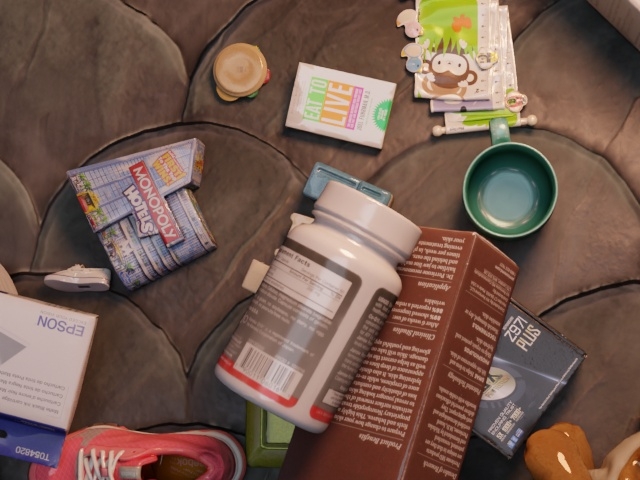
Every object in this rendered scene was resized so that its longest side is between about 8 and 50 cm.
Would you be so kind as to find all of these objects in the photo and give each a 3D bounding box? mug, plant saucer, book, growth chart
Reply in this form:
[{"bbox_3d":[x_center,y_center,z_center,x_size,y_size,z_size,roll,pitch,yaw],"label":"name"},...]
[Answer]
[{"bbox_3d":[0.266,-0.076,1.664,0.129,0.097,0.158,24,87,9],"label":"mug"},{"bbox_3d":[-0.017,0.228,1.698,0.188,0.045,0.189,0,85,7],"label":"plant saucer"},{"bbox_3d":[0.030,-0.194,1.742,0.144,0.035,0.096,13,90,7],"label":"book"},{"bbox_3d":[0.204,-0.262,1.729,0.171,0.021,0.237,-11,83,7],"label":"growth chart"}]

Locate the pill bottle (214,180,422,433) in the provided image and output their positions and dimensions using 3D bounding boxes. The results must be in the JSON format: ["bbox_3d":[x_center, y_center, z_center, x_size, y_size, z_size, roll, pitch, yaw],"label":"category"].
[{"bbox_3d":[0.001,0.081,1.503,0.161,0.161,0.283,29,87,9],"label":"pill bottle"}]

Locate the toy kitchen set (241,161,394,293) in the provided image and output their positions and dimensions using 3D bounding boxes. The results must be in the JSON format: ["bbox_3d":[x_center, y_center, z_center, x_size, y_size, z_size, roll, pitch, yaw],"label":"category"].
[{"bbox_3d":[0.000,0.000,1.656,0.122,0.166,0.207,24,88,10],"label":"toy kitchen set"}]

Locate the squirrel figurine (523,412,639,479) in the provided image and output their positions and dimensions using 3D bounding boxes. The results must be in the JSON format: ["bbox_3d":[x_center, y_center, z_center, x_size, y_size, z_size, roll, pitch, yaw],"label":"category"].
[{"bbox_3d":[0.356,0.422,1.517,0.370,0.281,0.397,-29,83,5],"label":"squirrel figurine"}]

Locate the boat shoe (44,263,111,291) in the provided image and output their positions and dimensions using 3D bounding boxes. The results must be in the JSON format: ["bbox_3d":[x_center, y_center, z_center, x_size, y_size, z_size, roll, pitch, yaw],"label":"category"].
[{"bbox_3d":[-0.355,0.053,1.768,0.100,0.035,0.035,-1,57,11],"label":"boat shoe"}]

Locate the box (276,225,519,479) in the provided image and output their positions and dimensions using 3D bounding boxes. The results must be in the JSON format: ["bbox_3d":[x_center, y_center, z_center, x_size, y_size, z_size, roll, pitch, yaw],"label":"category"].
[{"bbox_3d":[0.105,0.176,1.576,0.191,0.143,0.382,9,73,40],"label":"box"}]

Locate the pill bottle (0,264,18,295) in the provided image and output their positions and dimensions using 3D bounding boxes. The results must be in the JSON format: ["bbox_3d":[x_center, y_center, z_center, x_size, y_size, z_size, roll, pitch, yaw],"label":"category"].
[{"bbox_3d":[-0.554,0.115,1.740,0.221,0.121,0.121,-24,82,4],"label":"pill bottle"}]

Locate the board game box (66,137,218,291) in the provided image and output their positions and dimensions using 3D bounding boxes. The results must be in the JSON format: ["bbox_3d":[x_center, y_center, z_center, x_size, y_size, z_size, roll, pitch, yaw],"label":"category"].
[{"bbox_3d":[-0.237,-0.056,1.746,0.194,0.060,0.194,-28,82,5],"label":"board game box"}]

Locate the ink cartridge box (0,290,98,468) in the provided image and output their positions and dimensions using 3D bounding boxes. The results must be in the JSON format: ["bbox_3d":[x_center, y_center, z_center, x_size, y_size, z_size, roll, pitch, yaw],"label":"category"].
[{"bbox_3d":[-0.440,0.184,1.657,0.223,0.045,0.224,14,89,-3],"label":"ink cartridge box"}]

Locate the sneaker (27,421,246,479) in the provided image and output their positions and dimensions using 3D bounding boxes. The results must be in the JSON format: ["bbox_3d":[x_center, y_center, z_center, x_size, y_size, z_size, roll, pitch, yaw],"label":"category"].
[{"bbox_3d":[-0.267,0.310,1.677,0.313,0.136,0.116,-5,83,7],"label":"sneaker"}]

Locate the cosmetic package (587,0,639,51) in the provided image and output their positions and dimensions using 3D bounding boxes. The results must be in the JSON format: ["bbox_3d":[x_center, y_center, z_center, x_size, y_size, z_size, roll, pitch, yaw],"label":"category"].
[{"bbox_3d":[0.381,-0.495,1.656,0.230,0.161,0.453,-43,81,2],"label":"cosmetic package"}]

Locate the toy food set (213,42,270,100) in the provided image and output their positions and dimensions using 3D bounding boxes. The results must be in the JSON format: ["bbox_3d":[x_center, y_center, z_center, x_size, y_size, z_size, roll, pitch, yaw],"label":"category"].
[{"bbox_3d":[-0.116,-0.248,1.769,0.082,0.020,0.083,-12,83,6],"label":"toy food set"}]

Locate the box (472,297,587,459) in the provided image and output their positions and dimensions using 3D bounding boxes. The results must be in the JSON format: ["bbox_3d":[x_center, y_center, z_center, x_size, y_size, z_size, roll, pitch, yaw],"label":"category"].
[{"bbox_3d":[0.252,0.183,1.651,0.147,0.077,0.180,37,90,10],"label":"box"}]
